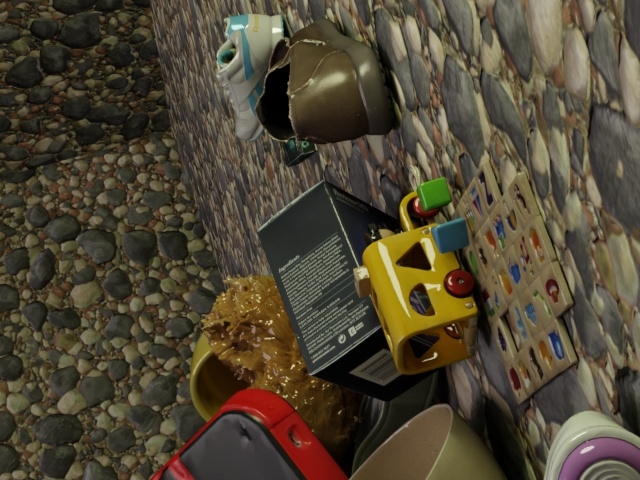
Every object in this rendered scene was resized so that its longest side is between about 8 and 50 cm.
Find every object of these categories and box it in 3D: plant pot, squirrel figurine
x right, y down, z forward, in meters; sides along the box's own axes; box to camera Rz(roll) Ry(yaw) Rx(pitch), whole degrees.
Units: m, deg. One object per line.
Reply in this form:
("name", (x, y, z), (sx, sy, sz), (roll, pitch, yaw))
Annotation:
("plant pot", (0.113, 0.338, 1.384), (0.191, 0.284, 0.284), (40, 172, -5))
("plant pot", (-0.104, 0.195, 2.421), (0.239, 0.254, 0.254), (-91, -7, -55))
("squirrel figurine", (-0.017, 0.216, 1.825), (0.370, 0.281, 0.397), (-86, -8, -52))

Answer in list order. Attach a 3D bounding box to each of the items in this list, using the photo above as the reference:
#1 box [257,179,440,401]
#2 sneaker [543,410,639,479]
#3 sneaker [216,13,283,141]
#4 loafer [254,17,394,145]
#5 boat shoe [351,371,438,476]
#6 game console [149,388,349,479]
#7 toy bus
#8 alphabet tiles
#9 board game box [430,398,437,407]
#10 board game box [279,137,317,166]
("box", (0.039, 0.058, 1.500), (0.153, 0.108, 0.207), (25, -144, -49))
("sneaker", (0.234, 0.270, 0.995), (0.152, 0.114, 0.305), (-71, -29, -82))
("sneaker", (-0.112, -0.245, 1.996), (0.087, 0.092, 0.228), (-96, 14, -45))
("loafer", (-0.022, -0.186, 1.586), (0.366, 0.130, 0.133), (-145, 41, -76))
("boat shoe", (0.086, 0.215, 1.600), (0.068, 0.081, 0.227), (-121, 45, -70))
("game console", (-0.050, 0.400, 1.635), (0.386, 0.060, 0.342), (51, 131, 11))
("toy bus", (0.088, 0.034, 1.356), (0.202, 0.104, 0.191), (-135, 30, -78))
("alphabet tiles", (0.172, 0.031, 1.190), (0.237, 0.009, 0.198), (107, 146, -72))
("board game box", (0.138, 0.263, 1.679), (0.201, 0.035, 0.136), (-126, 22, -64))
("board game box", (-0.045, -0.184, 2.045), (0.186, 0.026, 0.126), (159, 95, -81))
